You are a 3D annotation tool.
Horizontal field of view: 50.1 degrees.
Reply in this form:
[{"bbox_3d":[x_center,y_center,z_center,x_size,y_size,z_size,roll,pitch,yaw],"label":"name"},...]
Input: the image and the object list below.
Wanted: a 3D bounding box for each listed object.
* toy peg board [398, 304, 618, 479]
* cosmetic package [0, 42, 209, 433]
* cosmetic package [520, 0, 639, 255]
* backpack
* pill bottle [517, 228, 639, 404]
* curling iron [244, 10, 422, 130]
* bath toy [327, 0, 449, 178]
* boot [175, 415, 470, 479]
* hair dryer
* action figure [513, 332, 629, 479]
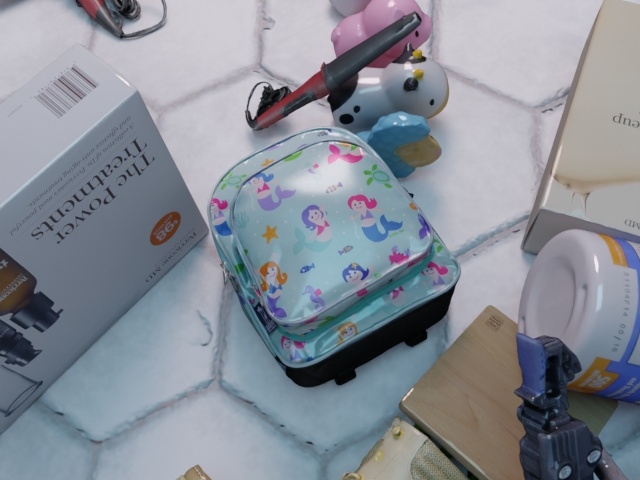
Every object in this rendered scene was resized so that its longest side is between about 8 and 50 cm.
[{"bbox_3d":[0.184,0.181,0.702,0.161,0.079,0.160,39,58,19],"label":"toy peg board"},{"bbox_3d":[-0.303,0.032,0.687,0.097,0.284,0.377,39,74,18],"label":"cosmetic package"},{"bbox_3d":[0.358,-0.117,0.796,0.160,0.113,0.310,18,67,12],"label":"cosmetic package"},{"bbox_3d":[0.000,0.000,0.738,0.225,0.191,0.254,-28,61,-7],"label":"backpack"},{"bbox_3d":[0.346,0.090,0.661,0.271,0.152,0.152,13,66,-7],"label":"pill bottle"},{"bbox_3d":[0.003,-0.203,0.822,0.274,0.035,0.068,-21,61,39],"label":"curling iron"},{"bbox_3d":[0.077,-0.255,0.876,0.151,0.129,0.349,-5,64,3],"label":"bath toy"},{"bbox_3d":[0.009,0.249,0.662,0.262,0.095,0.203,33,72,16],"label":"boot"},{"bbox_3d":[-0.376,-0.400,1.008,0.293,0.080,0.224,-6,65,3],"label":"hair dryer"},{"bbox_3d":[0.263,0.229,0.527,0.330,0.178,0.342,-20,106,-9],"label":"action figure"}]
